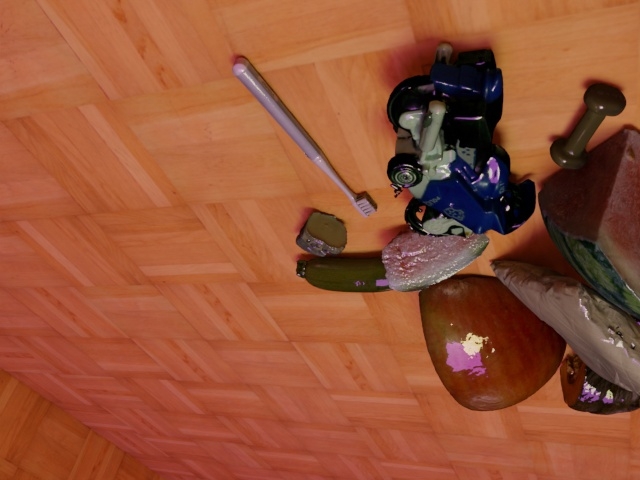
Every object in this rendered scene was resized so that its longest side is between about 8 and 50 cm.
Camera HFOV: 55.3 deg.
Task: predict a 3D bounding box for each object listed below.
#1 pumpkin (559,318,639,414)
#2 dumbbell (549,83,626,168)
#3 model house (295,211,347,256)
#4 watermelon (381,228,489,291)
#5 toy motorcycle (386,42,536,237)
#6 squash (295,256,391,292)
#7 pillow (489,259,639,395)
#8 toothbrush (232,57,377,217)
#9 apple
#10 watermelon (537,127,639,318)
[{"bbox_3d":[0.553,0.250,1.155,0.130,0.126,0.248,8,143,8],"label":"pumpkin"},{"bbox_3d":[0.340,-0.144,0.782,0.052,0.046,0.118,11,143,-2],"label":"dumbbell"},{"bbox_3d":[0.000,0.000,1.084,0.078,0.066,0.083,24,145,-8],"label":"model house"},{"bbox_3d":[0.194,0.020,1.040,0.180,0.081,0.094,-12,117,8],"label":"watermelon"},{"bbox_3d":[0.196,-0.103,0.837,0.196,0.125,0.331,1,145,16],"label":"toy motorcycle"},{"bbox_3d":[0.069,0.063,1.140,0.257,0.069,0.069,-3,140,24],"label":"squash"},{"bbox_3d":[0.423,0.137,0.959,0.280,0.076,0.274,43,179,-9],"label":"pillow"},{"bbox_3d":[-0.016,-0.144,0.933,0.030,0.025,0.342,-22,130,32],"label":"toothbrush"},{"bbox_3d":[0.331,0.200,1.175,0.346,0.254,0.179,46,177,-33],"label":"apple"},{"bbox_3d":[0.431,-0.012,0.816,0.212,0.262,0.201,31,113,-14],"label":"watermelon"}]
